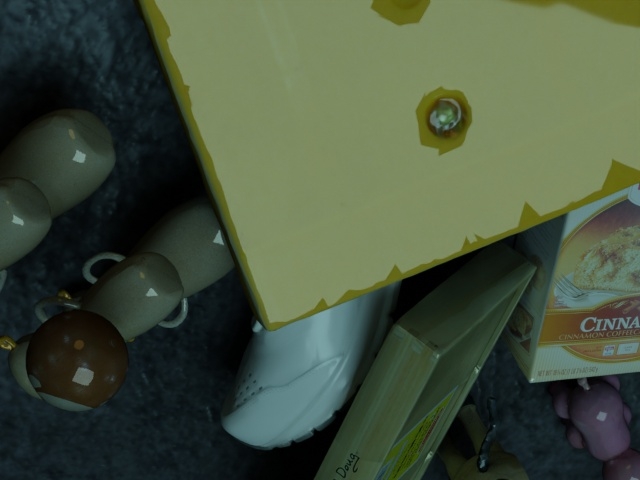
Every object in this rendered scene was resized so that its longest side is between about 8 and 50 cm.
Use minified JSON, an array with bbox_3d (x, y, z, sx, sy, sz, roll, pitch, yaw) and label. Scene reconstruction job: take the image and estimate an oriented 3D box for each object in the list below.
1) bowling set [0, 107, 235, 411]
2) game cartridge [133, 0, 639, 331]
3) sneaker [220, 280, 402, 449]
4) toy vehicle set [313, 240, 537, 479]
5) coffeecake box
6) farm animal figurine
[{"bbox_3d":[-0.180,0.025,0.914,0.287,0.200,0.154,35,125,-30],"label":"bowling set"},{"bbox_3d":[0.042,-0.145,0.922,0.285,0.053,0.324,-21,106,-7],"label":"game cartridge"},{"bbox_3d":[0.000,0.000,1.047,0.129,0.111,0.297,22,106,-19],"label":"sneaker"},{"bbox_3d":[0.049,0.138,1.112,0.166,0.035,0.267,-33,152,-56],"label":"toy vehicle set"},{"bbox_3d":[0.215,0.001,1.138,0.142,0.068,0.186,-4,123,-18],"label":"coffeecake box"},{"bbox_3d":[0.228,0.267,1.259,0.330,0.172,0.327,2,122,-23],"label":"farm animal figurine"}]
